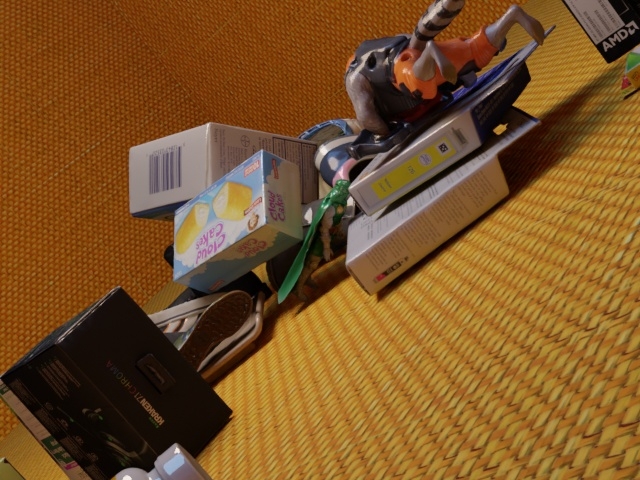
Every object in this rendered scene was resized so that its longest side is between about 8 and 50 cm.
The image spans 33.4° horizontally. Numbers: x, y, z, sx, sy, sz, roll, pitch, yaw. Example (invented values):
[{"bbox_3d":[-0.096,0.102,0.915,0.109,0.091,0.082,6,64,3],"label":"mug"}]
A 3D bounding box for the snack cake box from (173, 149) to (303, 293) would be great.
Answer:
[{"bbox_3d":[-0.150,-0.028,1.885,0.264,0.089,0.152,-31,50,39],"label":"snack cake box"}]

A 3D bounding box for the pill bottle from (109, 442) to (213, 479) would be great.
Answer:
[{"bbox_3d":[-0.197,0.305,1.074,0.208,0.117,0.117,-41,8,-8],"label":"pill bottle"}]

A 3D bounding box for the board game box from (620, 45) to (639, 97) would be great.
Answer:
[{"bbox_3d":[0.510,-0.290,1.440,0.259,0.039,0.124,-39,6,27],"label":"board game box"}]

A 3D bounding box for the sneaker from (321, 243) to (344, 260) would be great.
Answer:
[{"bbox_3d":[0.034,-0.043,2.049,0.232,0.090,0.081,-37,8,20],"label":"sneaker"}]

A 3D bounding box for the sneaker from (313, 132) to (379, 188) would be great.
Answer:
[{"bbox_3d":[0.155,-0.166,2.122,0.319,0.112,0.131,-21,46,-10],"label":"sneaker"}]

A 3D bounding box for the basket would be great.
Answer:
[{"bbox_3d":[0.006,-0.146,2.346,0.255,0.201,0.289,-32,1,38],"label":"basket"}]

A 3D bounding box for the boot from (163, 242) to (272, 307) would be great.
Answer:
[{"bbox_3d":[-0.249,0.100,2.140,0.246,0.207,0.094,-40,8,1],"label":"boot"}]

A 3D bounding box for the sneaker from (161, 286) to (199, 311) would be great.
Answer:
[{"bbox_3d":[-0.288,0.159,2.406,0.147,0.104,0.296,-48,5,-37],"label":"sneaker"}]

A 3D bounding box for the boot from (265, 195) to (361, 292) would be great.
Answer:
[{"bbox_3d":[-0.001,0.001,1.983,0.209,0.189,0.076,-4,-4,30],"label":"boot"}]

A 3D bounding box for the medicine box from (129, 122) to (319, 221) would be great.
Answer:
[{"bbox_3d":[-0.192,-0.122,2.142,0.289,0.149,0.264,7,-12,-43],"label":"medicine box"}]

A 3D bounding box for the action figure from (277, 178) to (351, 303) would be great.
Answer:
[{"bbox_3d":[0.004,-0.006,1.770,0.137,0.064,0.232,-55,-11,-55],"label":"action figure"}]

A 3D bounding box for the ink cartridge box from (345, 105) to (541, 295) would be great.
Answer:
[{"bbox_3d":[0.185,-0.070,1.590,0.330,0.071,0.324,-35,8,9],"label":"ink cartridge box"}]

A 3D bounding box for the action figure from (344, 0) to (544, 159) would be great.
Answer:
[{"bbox_3d":[0.165,-0.280,1.568,0.341,0.178,0.330,-43,18,-29],"label":"action figure"}]

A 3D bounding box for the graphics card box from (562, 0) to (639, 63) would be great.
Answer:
[{"bbox_3d":[0.403,-0.469,1.615,0.094,0.371,0.233,-37,1,45],"label":"graphics card box"}]

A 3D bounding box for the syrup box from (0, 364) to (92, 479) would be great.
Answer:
[{"bbox_3d":[-0.425,0.292,1.767,0.096,0.237,0.093,-42,7,-36],"label":"syrup box"}]

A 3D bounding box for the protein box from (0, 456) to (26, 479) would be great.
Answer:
[{"bbox_3d":[-0.575,0.483,1.762,0.200,0.136,0.201,-46,10,-33],"label":"protein box"}]

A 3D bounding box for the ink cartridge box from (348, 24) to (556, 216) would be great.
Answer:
[{"bbox_3d":[0.219,-0.186,1.636,0.307,0.072,0.303,-30,9,34],"label":"ink cartridge box"}]

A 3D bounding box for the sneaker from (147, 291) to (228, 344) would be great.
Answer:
[{"bbox_3d":[-0.278,0.187,1.907,0.321,0.127,0.126,-18,-6,-43],"label":"sneaker"}]

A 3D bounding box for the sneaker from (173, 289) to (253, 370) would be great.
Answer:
[{"bbox_3d":[-0.197,0.157,1.789,0.192,0.064,0.086,-49,14,-11],"label":"sneaker"}]

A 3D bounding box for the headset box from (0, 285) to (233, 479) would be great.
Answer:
[{"bbox_3d":[-0.295,0.220,1.528,0.131,0.246,0.283,-46,9,-35],"label":"headset box"}]

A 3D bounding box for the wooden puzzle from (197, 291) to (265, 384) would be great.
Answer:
[{"bbox_3d":[-0.178,0.202,1.866,0.239,0.044,0.221,-43,8,6],"label":"wooden puzzle"}]
